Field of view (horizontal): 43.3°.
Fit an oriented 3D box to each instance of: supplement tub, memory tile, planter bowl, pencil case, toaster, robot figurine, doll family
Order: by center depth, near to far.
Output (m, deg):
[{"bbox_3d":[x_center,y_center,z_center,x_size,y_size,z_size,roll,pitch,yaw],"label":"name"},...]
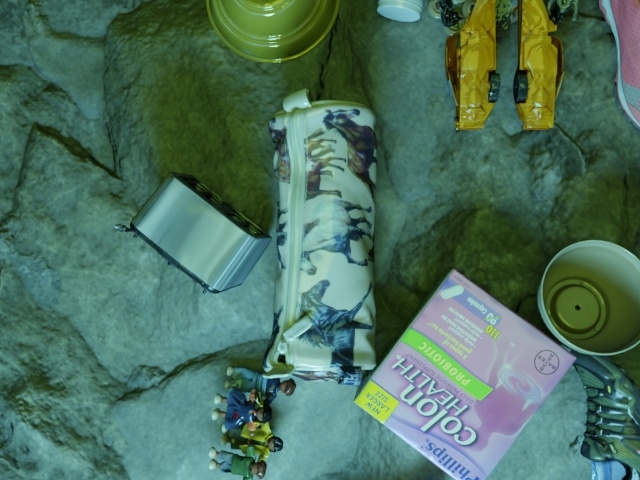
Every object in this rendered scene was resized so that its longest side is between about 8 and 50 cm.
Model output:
[{"bbox_3d":[0.385,0.091,1.162,0.162,0.109,0.162,0,75,0],"label":"planter bowl"},{"bbox_3d":[0.000,0.000,1.165,0.160,0.183,0.410,-1,85,23],"label":"pencil case"},{"bbox_3d":[-0.177,-0.010,1.186,0.168,0.185,0.110,37,96,6],"label":"toaster"},{"bbox_3d":[0.271,-0.311,1.194,0.211,0.085,0.291,1,93,2],"label":"robot figurine"},{"bbox_3d":[-0.100,0.273,1.223,0.111,0.076,0.193,4,94,24],"label":"doll family"},{"bbox_3d":[0.129,-0.397,1.227,0.071,0.071,0.107,11,88,5],"label":"supplement tub"},{"bbox_3d":[-0.080,-0.391,1.236,0.217,0.090,0.217,0,88,6],"label":"planter bowl"},{"bbox_3d":[0.251,-0.369,1.245,0.148,0.012,0.113,-40,86,2],"label":"memory tile"}]

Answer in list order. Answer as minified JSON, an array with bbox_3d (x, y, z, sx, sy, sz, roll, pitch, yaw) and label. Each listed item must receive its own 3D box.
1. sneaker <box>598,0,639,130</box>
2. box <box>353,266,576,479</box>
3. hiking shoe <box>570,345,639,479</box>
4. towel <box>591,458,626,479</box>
[{"bbox_3d":[0.481,-0.283,1.160,0.116,0.136,0.314,-18,87,5],"label":"sneaker"},{"bbox_3d":[0.205,0.196,1.179,0.213,0.117,0.243,37,92,5],"label":"box"},{"bbox_3d":[0.416,0.262,1.162,0.114,0.086,0.227,-32,74,-2],"label":"hiking shoe"},{"bbox_3d":[0.505,0.459,1.187,0.209,0.034,0.285,-1,88,4],"label":"towel"}]
